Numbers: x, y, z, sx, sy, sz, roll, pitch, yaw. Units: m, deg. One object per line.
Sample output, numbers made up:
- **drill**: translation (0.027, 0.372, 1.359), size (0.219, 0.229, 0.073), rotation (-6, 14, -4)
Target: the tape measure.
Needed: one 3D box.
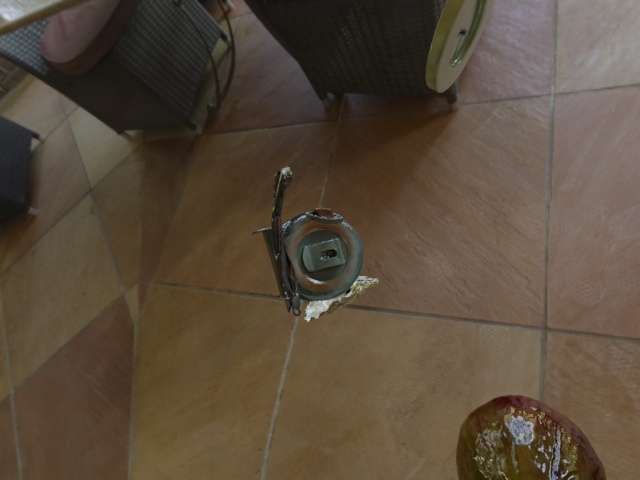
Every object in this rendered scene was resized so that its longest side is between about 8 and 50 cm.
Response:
- **tape measure**: translation (0.002, 0.004, 0.389), size (0.107, 0.180, 0.104), rotation (-18, 76, -14)

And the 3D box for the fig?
- **fig**: translation (0.263, 0.329, 0.488), size (0.191, 0.190, 0.290), rotation (-27, 17, 15)

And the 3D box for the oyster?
- **oyster**: translation (0.026, 0.108, 0.798), size (0.122, 0.045, 0.146), rotation (6, 46, 48)

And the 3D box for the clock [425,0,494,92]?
- **clock**: translation (0.271, -0.404, 0.795), size (0.029, 0.235, 0.235), rotation (32, 86, 19)
